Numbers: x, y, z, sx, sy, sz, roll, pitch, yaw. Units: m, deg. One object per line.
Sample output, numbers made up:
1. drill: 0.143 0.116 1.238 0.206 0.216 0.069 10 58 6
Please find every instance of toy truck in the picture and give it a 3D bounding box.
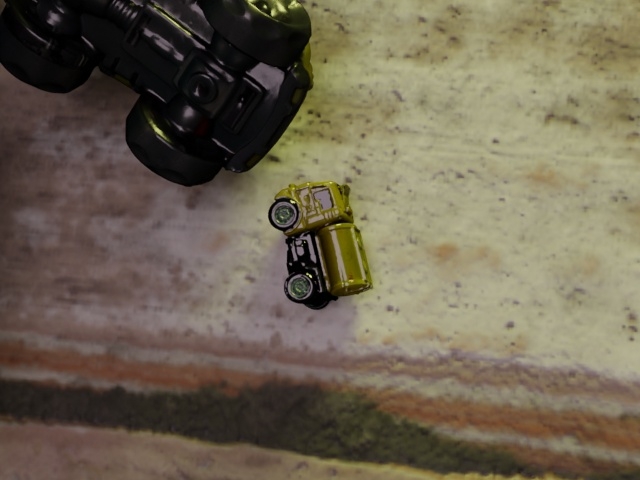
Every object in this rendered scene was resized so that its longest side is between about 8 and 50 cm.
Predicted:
1. toy truck: 0.000 0.000 1.046 0.054 0.049 0.083 -16 78 12
2. toy truck: -0.098 -0.153 1.055 0.224 0.165 0.147 37 116 5
